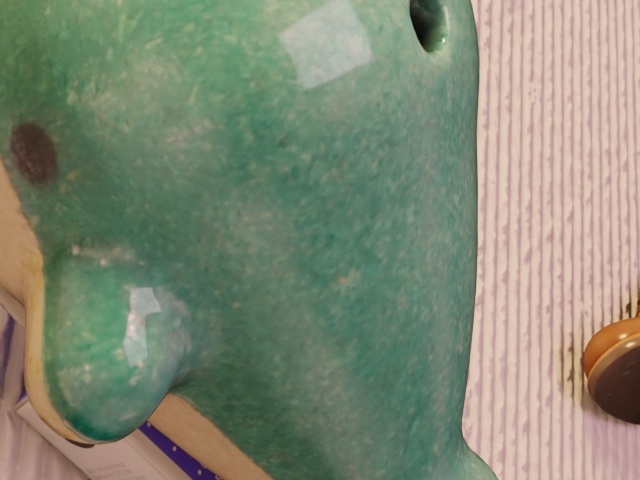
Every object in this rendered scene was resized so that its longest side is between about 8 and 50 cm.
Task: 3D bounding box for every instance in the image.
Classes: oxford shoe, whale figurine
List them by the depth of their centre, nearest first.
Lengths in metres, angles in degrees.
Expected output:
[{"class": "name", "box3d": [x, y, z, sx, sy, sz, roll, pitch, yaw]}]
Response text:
[{"class": "whale figurine", "box3d": [0.000, 0.000, 0.492, 0.216, 0.141, 0.272, -34, 101, -52]}, {"class": "oxford shoe", "box3d": [0.202, 0.054, 0.903, 0.212, 0.076, 0.076, -1, 48, -52]}]

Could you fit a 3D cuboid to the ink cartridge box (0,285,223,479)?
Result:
[{"class": "ink cartridge box", "box3d": [-0.031, 0.014, 0.601, 0.208, 0.045, 0.206, 50, 41, -27]}]
